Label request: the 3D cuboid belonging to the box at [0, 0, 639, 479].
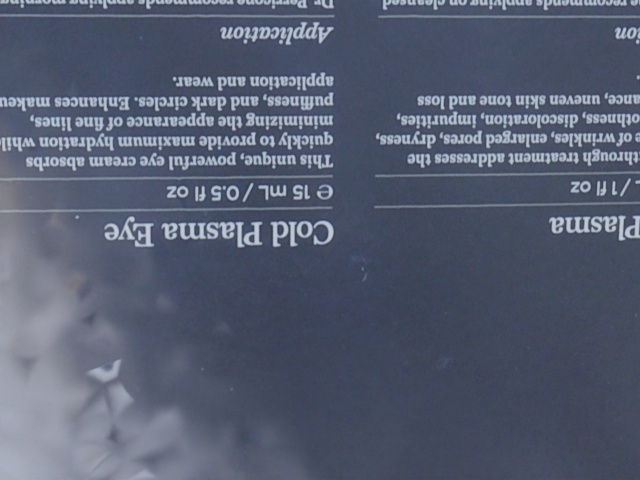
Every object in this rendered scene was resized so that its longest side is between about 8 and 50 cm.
[{"bbox_3d":[0.000,0.000,0.711,0.343,0.312,0.179,0,-168,-7],"label":"box"}]
